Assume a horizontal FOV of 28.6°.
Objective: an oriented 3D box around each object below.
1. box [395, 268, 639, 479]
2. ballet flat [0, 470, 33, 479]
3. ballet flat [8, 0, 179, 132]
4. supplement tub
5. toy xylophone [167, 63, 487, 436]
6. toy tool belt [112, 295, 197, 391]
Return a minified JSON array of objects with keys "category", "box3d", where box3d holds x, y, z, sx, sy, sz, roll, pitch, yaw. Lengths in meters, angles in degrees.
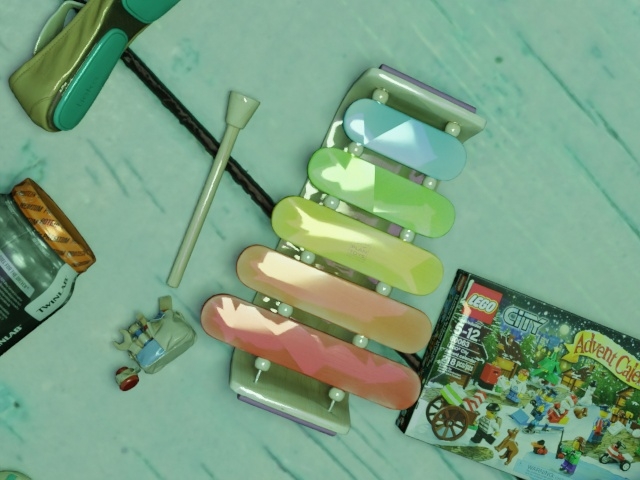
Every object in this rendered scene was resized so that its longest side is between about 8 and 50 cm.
[{"category":"box","box3d":[0.207,0.142,1.167,0.233,0.044,0.159,21,93,-10]},{"category":"ballet flat","box3d":[-0.295,0.325,1.094,0.086,0.086,0.248,7,95,-9]},{"category":"ballet flat","box3d":[-0.180,-0.199,1.064,0.073,0.080,0.232,38,87,19]},{"category":"supplement tub","box3d":[-0.289,0.041,1.048,0.190,0.117,0.117,-38,100,-2]},{"category":"toy xylophone","box3d":[0.000,0.000,1.104,0.236,0.081,0.323,15,93,-9]},{"category":"toy tool belt","box3d":[-0.155,0.090,1.112,0.083,0.052,0.051,-37,68,-6]}]
